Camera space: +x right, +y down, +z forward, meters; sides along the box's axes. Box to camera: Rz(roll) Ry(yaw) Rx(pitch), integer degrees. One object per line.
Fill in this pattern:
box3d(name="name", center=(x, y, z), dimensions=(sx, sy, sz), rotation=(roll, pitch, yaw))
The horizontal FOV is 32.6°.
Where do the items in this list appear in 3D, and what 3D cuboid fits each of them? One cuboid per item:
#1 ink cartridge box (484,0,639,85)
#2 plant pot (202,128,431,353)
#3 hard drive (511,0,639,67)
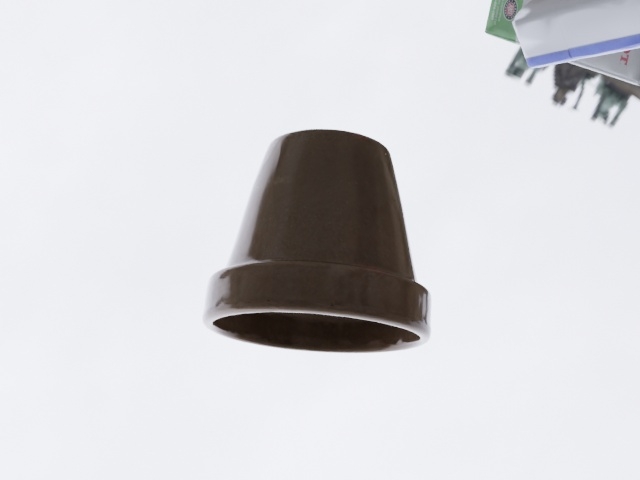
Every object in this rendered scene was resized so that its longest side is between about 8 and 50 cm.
box3d(name="ink cartridge box", center=(0.291, -0.263, 1.141), dimensions=(0.093, 0.154, 0.212), rotation=(-8, -153, -38))
box3d(name="plant pot", center=(0.000, 0.000, 1.283), dimensions=(0.263, 0.263, 0.229), rotation=(4, -105, -5))
box3d(name="hard drive", center=(0.285, -0.168, 0.564), dimensions=(0.210, 0.319, 0.040), rotation=(-36, -70, -36))
